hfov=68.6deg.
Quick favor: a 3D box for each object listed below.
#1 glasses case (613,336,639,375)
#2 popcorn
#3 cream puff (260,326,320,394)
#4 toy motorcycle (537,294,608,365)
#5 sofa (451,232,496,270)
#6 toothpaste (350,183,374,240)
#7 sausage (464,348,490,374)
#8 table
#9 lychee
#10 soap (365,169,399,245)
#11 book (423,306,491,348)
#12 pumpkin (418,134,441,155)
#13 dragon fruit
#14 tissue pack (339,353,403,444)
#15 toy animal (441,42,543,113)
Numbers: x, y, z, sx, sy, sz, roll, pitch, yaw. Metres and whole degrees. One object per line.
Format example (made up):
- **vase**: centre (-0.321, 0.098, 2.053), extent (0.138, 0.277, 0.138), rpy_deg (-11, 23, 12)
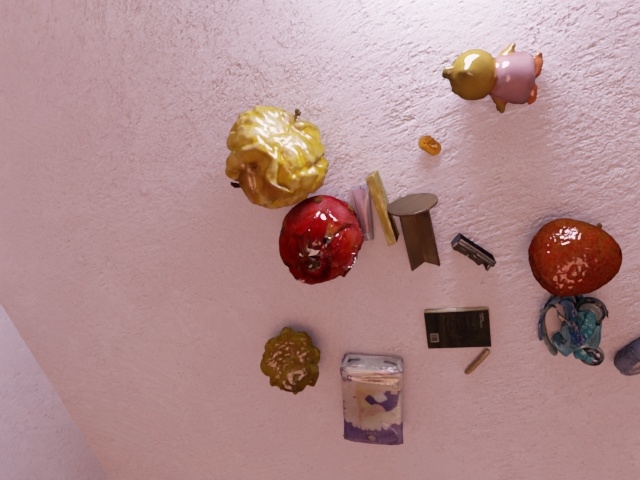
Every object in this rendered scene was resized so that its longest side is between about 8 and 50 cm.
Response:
- **glasses case**: centre (1.104, 0.349, 1.542), extent (0.067, 0.109, 0.282), rpy_deg (43, 113, -6)
- **popcorn**: centre (-0.156, -0.250, 1.536), extent (0.349, 0.349, 0.382), rpy_deg (38, 139, -2)
- **cream puff**: centre (-0.109, 0.458, 1.801), extent (0.244, 0.196, 0.244), rpy_deg (-2, 102, -11)
- **toy motorcycle**: centre (0.842, 0.292, 1.572), extent (0.206, 0.154, 0.260), rpy_deg (7, 116, 35)
- **sofa**: centre (0.511, 0.045, 1.582), extent (0.147, 0.085, 0.060), rpy_deg (34, 109, -1)
- **toothpaste**: centre (0.153, -0.097, 1.640), extent (0.067, 0.043, 0.195), rpy_deg (-7, 101, 17)
- **sausage**: centre (0.581, 0.452, 1.741), extent (0.024, 0.024, 0.132), rpy_deg (34, 112, 0)
- **table**: centre (0.329, -0.023, 1.571), extent (0.167, 0.167, 0.227), rpy_deg (-10, 114, 16)
- **lychee**: centre (0.786, 0.043, 1.447), extent (0.255, 0.255, 0.300), rpy_deg (33, 79, 0)
- **soap**: centre (0.213, -0.110, 1.591), extent (0.037, 0.092, 0.252), rpy_deg (-16, 105, 22)
- **book**: centre (0.501, 0.322, 1.713), extent (0.228, 0.024, 0.160), rpy_deg (-5, 108, 14)
- **pumpkin**: centre (0.354, -0.310, 1.524), extent (0.083, 0.028, 0.050), rpy_deg (37, 111, -11)
- **dragon fruit**: centre (0.000, 0.000, 1.586), extent (0.295, 0.302, 0.296), rpy_deg (2, 129, 3)
- **tissue pack**: centre (0.203, 0.616, 1.828), extent (0.242, 0.125, 0.344), rpy_deg (1, 107, 13)
- **toy animal**: centre (0.495, -0.474, 1.361), extent (0.281, 0.169, 0.196), rpy_deg (8, 107, 9)
